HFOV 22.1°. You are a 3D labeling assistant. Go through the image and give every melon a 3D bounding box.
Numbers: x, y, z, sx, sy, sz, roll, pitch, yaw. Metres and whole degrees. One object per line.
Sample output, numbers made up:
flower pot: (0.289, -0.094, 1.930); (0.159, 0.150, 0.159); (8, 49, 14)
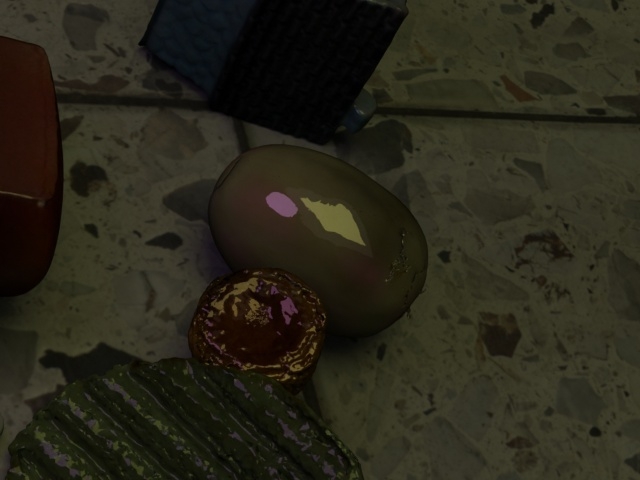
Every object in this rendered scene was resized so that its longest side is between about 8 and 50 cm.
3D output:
melon: (0.000, 0.000, 2.198); (0.317, 0.223, 0.223); (35, 49, 4)

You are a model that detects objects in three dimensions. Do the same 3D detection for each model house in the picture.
model house: (-0.013, -0.345, 2.358); (0.339, 0.360, 0.297); (42, 48, 7)

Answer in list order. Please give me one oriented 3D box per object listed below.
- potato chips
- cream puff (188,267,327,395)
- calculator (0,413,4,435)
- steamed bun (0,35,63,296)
potato chips: (-0.162, 0.303, 1.916); (0.429, 0.070, 0.358); (37, 80, 19)
cream puff: (-0.081, 0.143, 2.099); (0.183, 0.169, 0.183); (2, 58, -3)
calculator: (-0.468, 0.177, 1.974); (0.121, 0.039, 0.210); (-16, 63, -34)
steamed bun: (-0.445, -0.083, 2.038); (0.235, 0.248, 0.379); (9, 42, -23)
